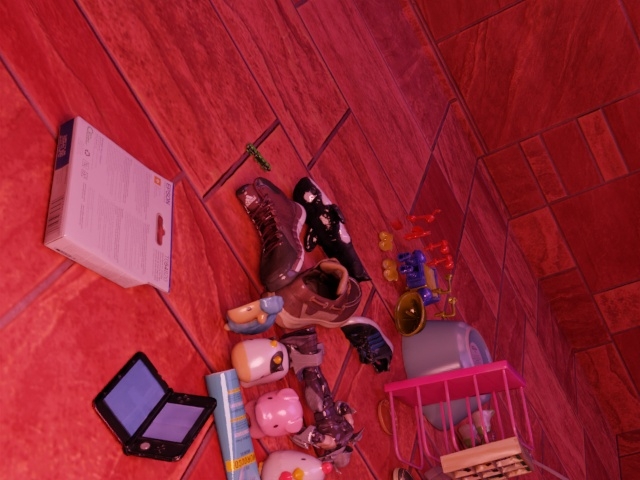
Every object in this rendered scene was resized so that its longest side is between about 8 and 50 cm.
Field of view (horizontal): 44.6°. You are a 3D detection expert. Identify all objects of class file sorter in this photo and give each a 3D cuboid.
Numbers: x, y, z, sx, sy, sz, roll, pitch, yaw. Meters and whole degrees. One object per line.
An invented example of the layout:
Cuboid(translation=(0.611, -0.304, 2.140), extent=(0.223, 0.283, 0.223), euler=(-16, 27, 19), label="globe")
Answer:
Cuboid(translation=(0.326, 0.414, 1.810), extent=(0.202, 0.291, 0.182), euler=(41, 39, -55), label="file sorter")

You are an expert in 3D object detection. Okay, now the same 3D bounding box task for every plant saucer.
Cuboid(translation=(0.155, 0.411, 1.813), extent=(0.083, 0.013, 0.083), euler=(43, 35, -42), label="plant saucer")

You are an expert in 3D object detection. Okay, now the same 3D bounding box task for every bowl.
Cuboid(translation=(0.363, 0.342, 2.110), extent=(0.311, 0.163, 0.311), euler=(45, 33, -41), label="bowl")

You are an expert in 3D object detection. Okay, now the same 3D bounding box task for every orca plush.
Cuboid(translation=(0.000, 0.000, 1.800), extent=(0.151, 0.102, 0.287), euler=(26, -34, 55), label="orca plush")

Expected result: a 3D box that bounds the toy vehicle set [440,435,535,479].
Cuboid(translation=(0.374, 0.493, 1.721), extent=(0.267, 0.166, 0.035), euler=(49, 25, -58), label="toy vehicle set")

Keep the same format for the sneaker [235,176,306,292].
Cuboid(translation=(-0.116, -0.027, 1.555), extent=(0.162, 0.106, 0.281), euler=(47, 22, -26), label="sneaker")

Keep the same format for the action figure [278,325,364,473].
Cuboid(translation=(-0.001, 0.310, 1.501), extent=(0.185, 0.099, 0.284), euler=(-12, 85, -72), label="action figure")

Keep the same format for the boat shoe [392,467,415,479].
Cuboid(translation=(0.235, 0.596, 1.750), extent=(0.223, 0.073, 0.080), euler=(62, 25, -13), label="boat shoe")

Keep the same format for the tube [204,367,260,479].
Cuboid(translation=(-0.142, 0.315, 1.274), extent=(0.080, 0.052, 0.207), euler=(-6, 81, -53), label="tube")

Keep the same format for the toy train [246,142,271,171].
Cuboid(translation=(-0.135, -0.183, 1.719), extent=(0.083, 0.017, 0.023), euler=(47, 21, -37), label="toy train")

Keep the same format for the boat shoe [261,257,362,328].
Cuboid(translation=(0.016, 0.103, 1.632), extent=(0.123, 0.123, 0.342), euler=(56, 24, 20), label="boat shoe")

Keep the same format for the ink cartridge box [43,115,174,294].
Cuboid(translation=(-0.318, -0.045, 1.210), extent=(0.224, 0.045, 0.223), euler=(39, 38, -47), label="ink cartridge box")

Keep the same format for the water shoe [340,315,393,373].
Cuboid(translation=(0.112, 0.242, 1.799), extent=(0.203, 0.073, 0.080), euler=(40, 40, -42), label="water shoe")

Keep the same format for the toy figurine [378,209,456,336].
Cuboid(translation=(0.303, 0.122, 2.150), extent=(0.217, 0.191, 0.362), euler=(46, 31, -49), label="toy figurine")

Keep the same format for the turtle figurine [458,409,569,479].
Cuboid(translation=(0.492, 0.598, 2.090), extent=(0.197, 0.275, 0.266), euler=(61, 12, -53), label="turtle figurine")

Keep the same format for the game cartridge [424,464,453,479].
Cuboid(translation=(0.358, 0.703, 1.758), extent=(0.355, 0.068, 0.230), euler=(67, -15, -17), label="game cartridge")

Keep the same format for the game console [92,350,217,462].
Cuboid(translation=(-0.231, 0.234, 1.116), extent=(0.144, 0.124, 0.085), euler=(-56, 147, -60), label="game console")

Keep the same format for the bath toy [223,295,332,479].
Cuboid(translation=(-0.073, 0.277, 1.339), extent=(0.151, 0.129, 0.348), euler=(9, 62, -62), label="bath toy")
